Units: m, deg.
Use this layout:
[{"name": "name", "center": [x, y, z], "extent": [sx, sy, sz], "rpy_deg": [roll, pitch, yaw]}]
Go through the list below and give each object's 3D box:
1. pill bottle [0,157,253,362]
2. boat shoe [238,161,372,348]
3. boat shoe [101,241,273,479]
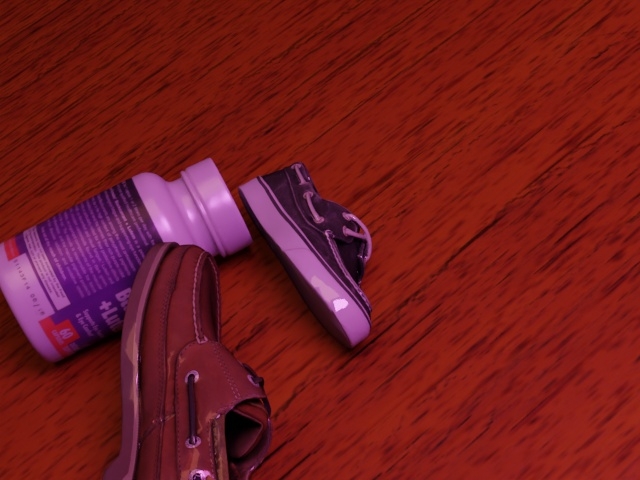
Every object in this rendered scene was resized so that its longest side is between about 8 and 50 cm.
[{"name": "pill bottle", "center": [-0.158, 0.011, 1.097], "extent": [0.194, 0.108, 0.108], "rpy_deg": [-27, 40, -4]}, {"name": "boat shoe", "center": [0.000, 0.000, 1.057], "extent": [0.070, 0.077, 0.219], "rpy_deg": [-29, 39, -5]}, {"name": "boat shoe", "center": [-0.081, 0.129, 0.945], "extent": [0.105, 0.110, 0.307], "rpy_deg": [-8, 52, 12]}]
